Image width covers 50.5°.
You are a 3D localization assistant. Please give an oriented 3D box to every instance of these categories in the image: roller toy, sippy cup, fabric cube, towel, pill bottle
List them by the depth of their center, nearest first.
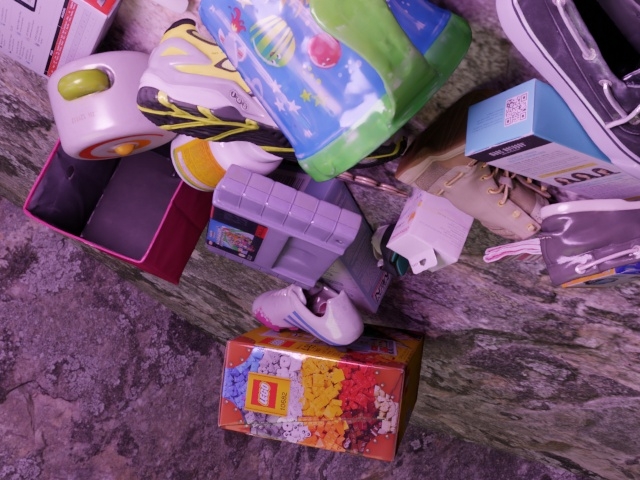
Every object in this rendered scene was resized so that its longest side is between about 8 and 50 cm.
[{"bbox_3d":[0.001,-0.220,0.723,0.224,0.240,0.305,44,146,-15],"label":"sippy cup"},{"bbox_3d":[0.358,0.018,0.988,0.197,0.029,0.144,2,171,-25],"label":"towel"},{"bbox_3d":[-0.334,-0.212,1.117,0.209,0.146,0.191,-14,179,-37],"label":"roller toy"},{"bbox_3d":[-0.140,-0.162,1.119,0.136,0.136,0.245,37,157,-26],"label":"pill bottle"},{"bbox_3d":[-0.368,-0.089,1.339,0.254,0.259,0.258,23,169,7],"label":"fabric cube"}]

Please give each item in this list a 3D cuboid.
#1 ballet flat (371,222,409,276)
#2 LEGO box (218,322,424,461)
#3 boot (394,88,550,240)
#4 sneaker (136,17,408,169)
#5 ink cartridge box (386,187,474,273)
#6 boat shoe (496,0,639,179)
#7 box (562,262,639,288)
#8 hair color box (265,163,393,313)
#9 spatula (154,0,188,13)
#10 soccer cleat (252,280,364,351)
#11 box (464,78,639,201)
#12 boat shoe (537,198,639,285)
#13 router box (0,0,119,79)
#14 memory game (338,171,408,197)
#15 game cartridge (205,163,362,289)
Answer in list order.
[{"bbox_3d":[0.132,0.015,1.317,0.074,0.074,0.203,20,161,17],"label":"ballet flat"},{"bbox_3d":[0.031,0.314,1.590,0.372,0.193,0.500,8,-177,13],"label":"LEGO box"},{"bbox_3d":[0.235,-0.089,0.907,0.203,0.095,0.262,31,161,-9],"label":"boot"},{"bbox_3d":[-0.047,-0.199,0.937,0.384,0.147,0.145,13,166,-21],"label":"sneaker"},{"bbox_3d":[0.176,-0.024,1.064,0.090,0.143,0.092,29,159,-7],"label":"ink cartridge box"},{"bbox_3d":[0.305,-0.158,0.640,0.306,0.113,0.105,43,170,-16],"label":"boat shoe"},{"bbox_3d":[0.445,0.050,1.040,0.081,0.028,0.136,3,164,-19],"label":"box"},{"bbox_3d":[0.000,0.000,1.373,0.185,0.113,0.374,15,156,31],"label":"hair color box"},{"bbox_3d":[-0.259,-0.395,0.857,0.242,0.019,0.168,30,158,-17],"label":"spatula"},{"bbox_3d":[-0.040,0.129,1.453,0.331,0.116,0.143,10,131,46],"label":"soccer cleat"},{"bbox_3d":[0.287,-0.101,0.753,0.244,0.060,0.100,13,167,-28],"label":"box"},{"bbox_3d":[0.419,-0.005,0.759,0.335,0.095,0.112,-5,174,21],"label":"boat shoe"},{"bbox_3d":[-0.470,-0.386,1.028,0.301,0.082,0.335,31,160,-21],"label":"router box"},{"bbox_3d":[0.057,-0.100,1.108,0.186,0.012,0.186,17,-177,-1],"label":"memory game"},{"bbox_3d":[-0.083,-0.007,1.183,0.230,0.068,0.355,18,160,-7],"label":"game cartridge"}]
